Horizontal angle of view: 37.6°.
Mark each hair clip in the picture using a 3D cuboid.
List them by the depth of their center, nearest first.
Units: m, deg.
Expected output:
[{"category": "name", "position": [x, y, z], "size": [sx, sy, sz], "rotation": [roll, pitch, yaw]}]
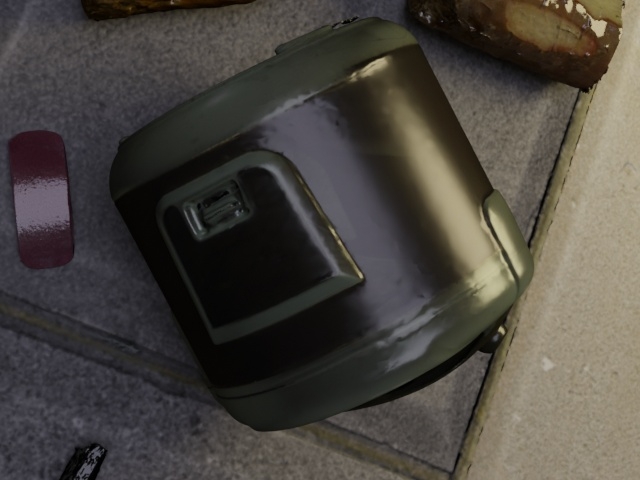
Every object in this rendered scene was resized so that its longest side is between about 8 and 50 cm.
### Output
[{"category": "hair clip", "position": [-0.272, -0.041, 0.917], "size": [0.054, 0.022, 0.137], "rotation": [-5, 87, -17]}]

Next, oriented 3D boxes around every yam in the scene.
[{"category": "yam", "position": [0.229, -0.269, 1.069], "size": [0.238, 0.129, 0.128], "rotation": [19, 114, -17]}]

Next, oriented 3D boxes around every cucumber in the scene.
[{"category": "cucumber", "position": [-0.244, 0.255, 0.894], "size": [0.033, 0.034, 0.134], "rotation": [30, 76, -20]}]

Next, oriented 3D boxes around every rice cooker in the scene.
[{"category": "rice cooker", "position": [0.000, 0.000, 0.859], "size": [0.335, 0.335, 0.325], "rotation": [-29, 96, -20]}]

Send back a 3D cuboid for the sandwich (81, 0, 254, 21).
[{"category": "sandwich", "position": [-0.149, -0.369, 0.954], "size": [0.249, 0.095, 0.273], "rotation": [-14, 89, -24]}]
